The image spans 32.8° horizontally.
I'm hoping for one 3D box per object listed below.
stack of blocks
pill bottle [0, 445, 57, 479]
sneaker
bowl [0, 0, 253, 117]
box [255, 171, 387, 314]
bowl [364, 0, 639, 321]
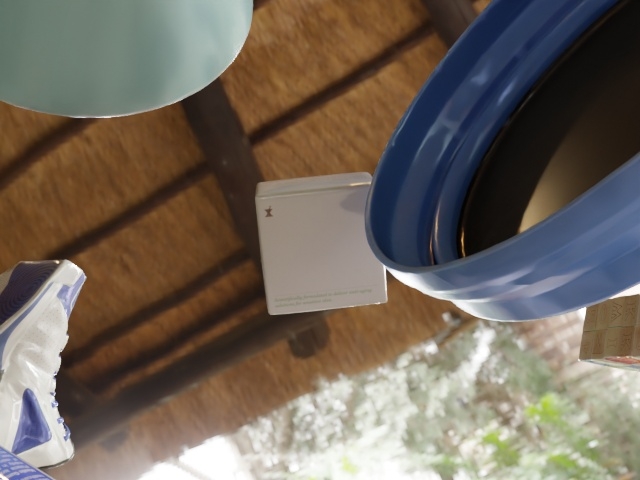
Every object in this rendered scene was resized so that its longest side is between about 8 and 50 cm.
[{"bbox_3d":[0.480,0.127,1.417,0.171,0.087,0.297,12,-10,-9],"label":"stack of blocks"},{"bbox_3d":[-0.286,0.265,0.944,0.152,0.272,0.152,-44,-33,-38],"label":"pill bottle"},{"bbox_3d":[-0.381,0.189,1.374,0.127,0.315,0.182,2,-35,41],"label":"sneaker"},{"bbox_3d":[-0.199,-0.272,0.914,0.312,0.311,0.163,-13,-28,-22],"label":"bowl"},{"bbox_3d":[0.000,0.000,0.902,0.101,0.102,0.087,-6,9,-2],"label":"box"},{"bbox_3d":[0.190,-0.112,0.697,0.077,0.391,0.391,40,-56,-17],"label":"bowl"}]
